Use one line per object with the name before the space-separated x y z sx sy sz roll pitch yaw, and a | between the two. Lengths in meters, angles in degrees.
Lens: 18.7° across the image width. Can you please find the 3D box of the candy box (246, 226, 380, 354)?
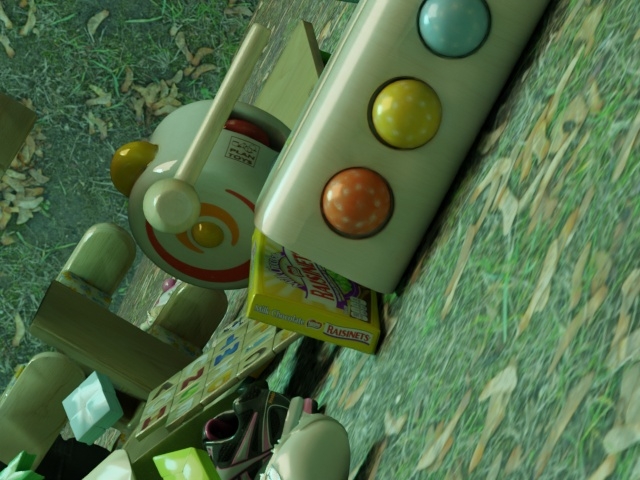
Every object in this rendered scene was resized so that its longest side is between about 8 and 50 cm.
candy box | -0.006 0.034 1.596 0.206 0.105 0.027 -93 18 -72

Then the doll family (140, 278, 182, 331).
doll family | -0.234 0.162 2.635 0.263 0.118 0.163 -39 12 24

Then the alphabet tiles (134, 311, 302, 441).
alphabet tiles | -0.067 0.092 1.748 0.237 0.009 0.198 -36 11 10

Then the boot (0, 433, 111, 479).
boot | -0.382 0.338 2.001 0.146 0.367 0.445 -24 38 32

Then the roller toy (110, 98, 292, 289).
roller toy | -0.113 -0.048 2.160 0.191 0.209 0.146 -13 36 23

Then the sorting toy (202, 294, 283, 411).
sorting toy | -0.059 0.082 2.019 0.208 0.038 0.193 121 171 -56

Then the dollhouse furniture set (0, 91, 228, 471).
dollhouse furniture set | -0.272 0.055 2.141 0.256 0.394 0.362 -56 9 21

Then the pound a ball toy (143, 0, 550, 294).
pound a ball toy | 0.017 -0.103 1.525 0.319 0.208 0.136 -62 9 10

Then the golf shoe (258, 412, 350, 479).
golf shoe | -0.007 0.202 1.332 0.086 0.069 0.176 -9 55 54

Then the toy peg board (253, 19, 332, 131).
toy peg board | -0.014 -0.150 2.333 0.161 0.079 0.160 -60 25 29

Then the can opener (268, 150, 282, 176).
can opener | 0.008 -0.106 1.947 0.076 0.095 0.283 -59 10 26

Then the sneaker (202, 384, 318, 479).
sneaker | -0.069 0.180 1.641 0.178 0.077 0.072 -59 9 34

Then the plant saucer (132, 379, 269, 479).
plant saucer | -0.132 0.215 1.749 0.241 0.037 0.241 -38 -10 -7

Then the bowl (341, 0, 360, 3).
bowl | 0.109 -0.333 1.793 0.311 0.163 0.311 -60 10 18

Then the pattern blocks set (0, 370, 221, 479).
pattern blocks set | -0.185 0.278 1.592 0.285 0.026 0.325 -51 48 13
